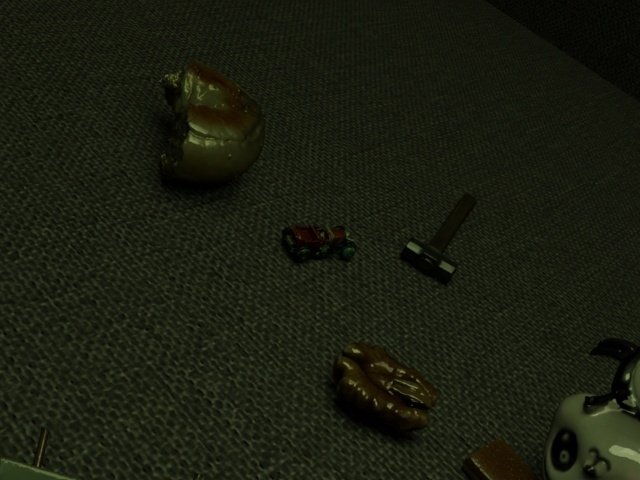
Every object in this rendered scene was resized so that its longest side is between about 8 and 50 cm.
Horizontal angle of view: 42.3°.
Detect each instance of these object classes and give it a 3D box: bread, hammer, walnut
[{"bbox_3d":[0.275,0.357,1.256,0.090,0.035,0.094,-14,50,-42],"label":"bread"},{"bbox_3d":[0.278,-0.024,1.766,0.111,0.043,0.365,31,33,9],"label":"hammer"},{"bbox_3d":[0.542,0.315,1.471,0.168,0.044,0.440,32,34,9],"label":"hammer"},{"bbox_3d":[-0.207,-0.216,1.601,0.191,0.171,0.314,11,38,-26],"label":"bread"},{"bbox_3d":[0.094,0.232,1.280,0.170,0.069,0.143,32,33,8],"label":"walnut"}]

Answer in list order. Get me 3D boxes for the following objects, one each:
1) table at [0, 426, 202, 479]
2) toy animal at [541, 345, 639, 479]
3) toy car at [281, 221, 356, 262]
[{"bbox_3d":[-0.244,0.302,0.928,0.240,0.122,0.111,20,34,-9],"label":"table"},{"bbox_3d":[0.470,0.314,1.201,0.251,0.310,0.251,49,0,0],"label":"toy animal"},{"bbox_3d":[0.000,0.000,1.544,0.143,0.054,0.073,-2,43,-32],"label":"toy car"}]
